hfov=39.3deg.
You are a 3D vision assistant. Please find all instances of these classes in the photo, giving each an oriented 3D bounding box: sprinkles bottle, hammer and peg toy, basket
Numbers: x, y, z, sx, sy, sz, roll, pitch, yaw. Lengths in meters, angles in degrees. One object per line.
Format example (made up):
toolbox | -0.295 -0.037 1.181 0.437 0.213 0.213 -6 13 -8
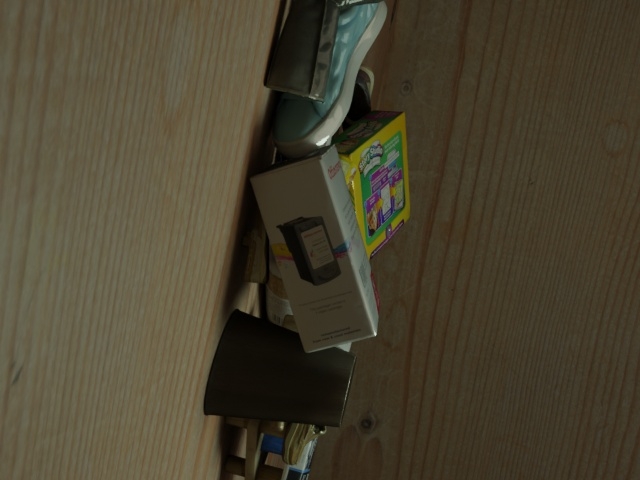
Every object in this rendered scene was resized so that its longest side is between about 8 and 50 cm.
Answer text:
sprinkles bottle | -0.056 0.095 1.826 0.355 0.121 0.121 94 10 -58
hammer and peg toy | -0.105 0.319 1.810 0.361 0.127 0.266 97 10 -46
basket | -0.061 0.234 1.544 0.154 0.227 0.204 96 9 -47

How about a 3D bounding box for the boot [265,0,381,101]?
boot | 0.016 -0.323 1.417 0.076 0.190 0.208 -173 -91 -71

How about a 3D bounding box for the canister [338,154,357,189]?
canister | 0.008 -0.096 1.985 0.126 0.073 0.170 -24 -142 58

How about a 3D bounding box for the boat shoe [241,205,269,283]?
boat shoe | -0.109 0.005 1.489 0.050 0.045 0.135 81 8 -72

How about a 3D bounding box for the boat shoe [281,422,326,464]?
boat shoe | -0.026 0.349 1.669 0.068 0.072 0.190 -66 168 -56

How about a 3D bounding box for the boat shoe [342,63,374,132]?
boat shoe | 0.098 -0.350 2.490 0.092 0.103 0.285 -64 163 -45

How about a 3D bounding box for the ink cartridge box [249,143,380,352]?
ink cartridge box | 0.000 0.007 1.528 0.226 0.131 0.306 -57 130 -77

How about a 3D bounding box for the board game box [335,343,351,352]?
board game box | -0.026 0.241 2.042 0.305 0.053 0.193 -41 -160 38

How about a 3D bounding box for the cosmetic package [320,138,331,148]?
cosmetic package | -0.029 -0.136 1.886 0.099 0.060 0.239 94 10 -50

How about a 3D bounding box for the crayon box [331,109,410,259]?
crayon box | 0.121 -0.141 2.359 0.363 0.106 0.313 -42 132 -54

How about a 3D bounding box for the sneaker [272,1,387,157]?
sneaker | -0.013 -0.317 1.511 0.150 0.135 0.365 45 57 -45

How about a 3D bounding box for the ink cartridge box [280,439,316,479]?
ink cartridge box | -0.039 0.449 1.883 0.208 0.045 0.206 74 30 -78

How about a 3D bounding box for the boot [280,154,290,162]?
boot | -0.024 -0.214 1.659 0.106 0.082 0.219 -68 171 -73
